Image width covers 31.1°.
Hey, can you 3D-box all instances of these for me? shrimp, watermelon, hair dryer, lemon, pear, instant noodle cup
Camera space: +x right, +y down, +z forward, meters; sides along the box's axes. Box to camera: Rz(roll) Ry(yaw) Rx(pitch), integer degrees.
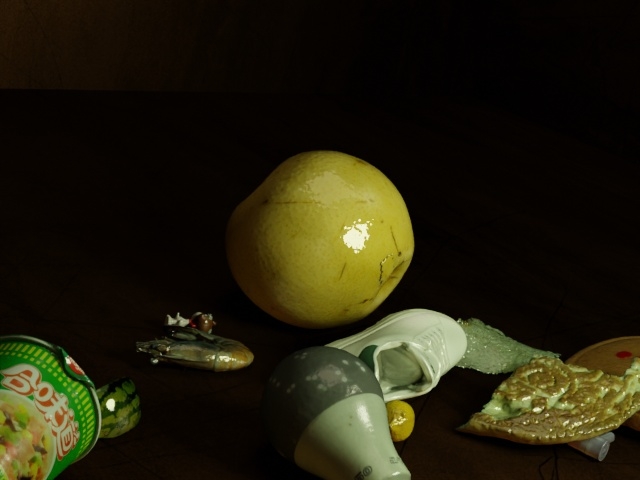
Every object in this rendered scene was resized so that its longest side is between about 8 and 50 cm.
[{"bbox_3d":[-0.221,0.179,1.953,0.217,0.051,0.150,9,15,-30],"label":"shrimp"},{"bbox_3d":[-0.313,0.237,1.699,0.087,0.069,0.163,20,19,20],"label":"watermelon"},{"bbox_3d":[0.466,0.334,1.936,0.063,0.037,0.114,24,15,34],"label":"hair dryer"},{"bbox_3d":[0.117,0.285,1.818,0.065,0.065,0.092,15,11,9],"label":"lemon"},{"bbox_3d":[0.000,0.000,2.145,0.348,0.348,0.348,10,19,-4],"label":"pear"},{"bbox_3d":[-0.412,0.255,1.423,0.207,0.207,0.233,16,26,11],"label":"instant noodle cup"}]

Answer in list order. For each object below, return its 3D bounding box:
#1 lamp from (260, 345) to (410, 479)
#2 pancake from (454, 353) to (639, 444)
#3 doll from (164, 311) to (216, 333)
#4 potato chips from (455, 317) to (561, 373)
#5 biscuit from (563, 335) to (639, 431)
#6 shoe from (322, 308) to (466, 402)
[{"bbox_3d":[0.043,0.271,1.636,0.181,0.182,0.314,-5,25,-39],"label":"lamp"},{"bbox_3d":[0.399,0.267,1.930,0.376,0.054,0.197,-7,40,-13],"label":"pancake"},{"bbox_3d":[-0.232,0.145,2.047,0.085,0.040,0.058,1,9,-39],"label":"doll"},{"bbox_3d":[0.332,0.205,2.180,0.228,0.059,0.167,-6,35,-40],"label":"potato chips"},{"bbox_3d":[0.629,0.258,2.066,0.358,0.074,0.381,-21,22,-36],"label":"biscuit"},{"bbox_3d":[0.157,0.197,1.938,0.363,0.132,0.160,-12,8,-42],"label":"shoe"}]
